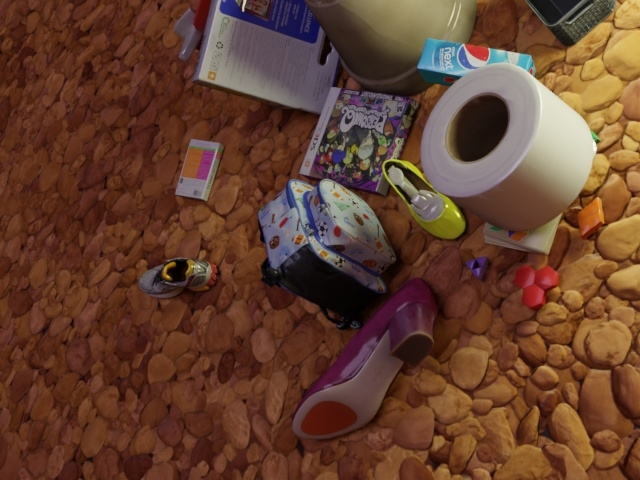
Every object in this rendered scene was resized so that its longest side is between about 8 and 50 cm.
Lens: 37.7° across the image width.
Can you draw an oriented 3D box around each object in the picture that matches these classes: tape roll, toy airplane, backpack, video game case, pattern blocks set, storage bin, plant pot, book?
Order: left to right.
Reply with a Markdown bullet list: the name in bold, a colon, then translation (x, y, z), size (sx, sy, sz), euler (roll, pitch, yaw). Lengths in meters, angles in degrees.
- **book**: translation (-0.295, -0.172, 2.290), size (0.096, 0.035, 0.144), euler (11, 80, 39)
- **toy airplane**: translation (-0.198, -0.577, 2.256), size (0.384, 0.272, 0.386), euler (-156, 81, -80)
- **backpack**: translation (0.000, 0.000, 1.831), size (0.213, 0.276, 0.263), euler (-44, 43, 11)
- **video game case**: translation (0.079, -0.214, 1.989), size (0.232, 0.041, 0.210), euler (17, 85, 42)
- **plant pot**: translation (0.115, -0.497, 1.918), size (0.323, 0.280, 0.323), euler (-17, 61, 33)
- **tape roll**: translation (0.315, -0.157, 1.598), size (0.246, 0.169, 0.246), euler (-24, 54, 37)
- **pattern blocks set**: translation (0.379, -0.064, 1.688), size (0.285, 0.026, 0.325), euler (34, 95, 42)
- **storage bin**: translation (0.452, -0.470, 1.758), size (0.122, 0.084, 0.180), euler (-40, 52, 20)

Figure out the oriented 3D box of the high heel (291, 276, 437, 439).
- **high heel**: translation (0.084, 0.232, 1.788), size (0.377, 0.127, 0.181), euler (-39, 23, 26)

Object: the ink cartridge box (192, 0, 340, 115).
- **ink cartridge box**: translation (-0.101, -0.455, 2.071), size (0.072, 0.307, 0.304), euler (6, 82, 66)

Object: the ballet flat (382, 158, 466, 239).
- **ballet flat**: translation (0.191, -0.085, 1.819), size (0.077, 0.077, 0.231), euler (-49, 49, 12)

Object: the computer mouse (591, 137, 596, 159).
- **computer mouse**: translation (0.406, -0.113, 1.643), size (0.193, 0.042, 0.106), euler (-32, 50, 32)

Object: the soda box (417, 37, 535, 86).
- **soda box**: translation (0.298, -0.328, 1.794), size (0.210, 0.071, 0.067), euler (15, 82, 23)

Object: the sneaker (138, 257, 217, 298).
- **sneaker**: translation (-0.348, 0.077, 2.188), size (0.225, 0.092, 0.088), euler (-14, 64, 36)
